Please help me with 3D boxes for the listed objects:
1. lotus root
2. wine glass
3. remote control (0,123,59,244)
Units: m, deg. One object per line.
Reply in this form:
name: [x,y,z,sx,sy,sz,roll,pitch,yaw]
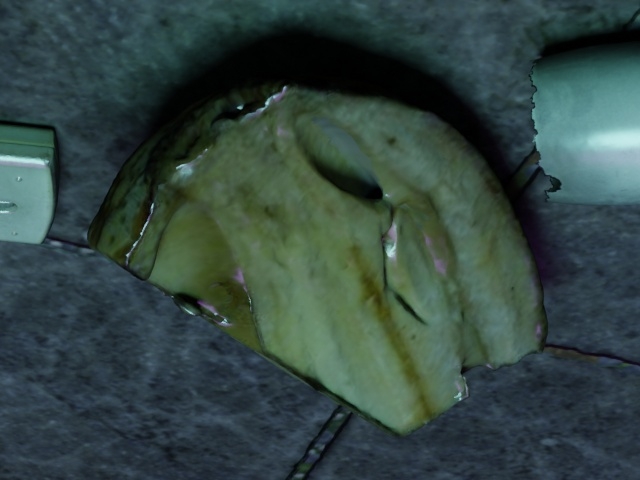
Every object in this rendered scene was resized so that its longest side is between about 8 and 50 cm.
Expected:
lotus root: [-0.004,-0.001,1.187,0.210,0.142,0.314,-41,134,-5]
wine glass: [0.295,-0.034,1.152,0.309,0.096,0.264,-6,149,14]
remote control: [-0.279,-0.043,1.206,0.233,0.038,0.098,6,145,-8]
